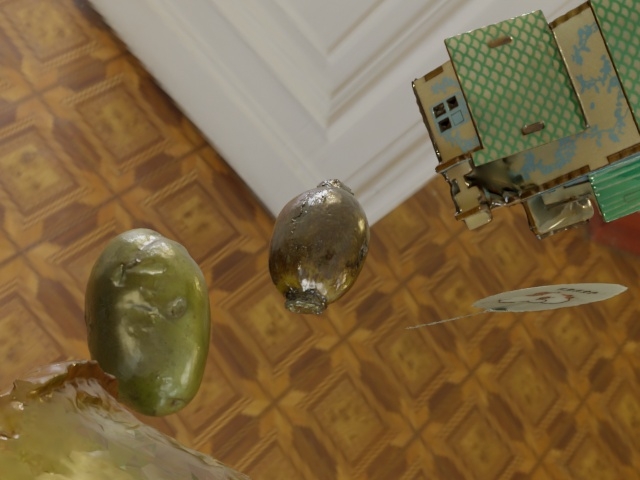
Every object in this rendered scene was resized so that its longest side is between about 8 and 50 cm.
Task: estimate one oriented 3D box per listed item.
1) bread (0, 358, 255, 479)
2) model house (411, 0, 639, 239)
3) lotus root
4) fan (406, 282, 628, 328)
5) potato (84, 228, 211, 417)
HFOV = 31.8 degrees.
[{"bbox_3d":[-0.093,0.135,0.439,0.160,0.147,0.260,28,7,10],"label":"bread"},{"bbox_3d":[0.235,-0.111,0.880,0.271,0.206,0.178,-12,80,-39],"label":"model house"},{"bbox_3d":[0.000,0.000,1.377,0.120,0.120,0.210,33,49,-20],"label":"lotus root"},{"bbox_3d":[0.232,0.083,1.434,0.190,0.329,0.009,7,73,-43],"label":"fan"},{"bbox_3d":[-0.230,0.106,1.470,0.148,0.197,0.228,8,100,-37],"label":"potato"}]
